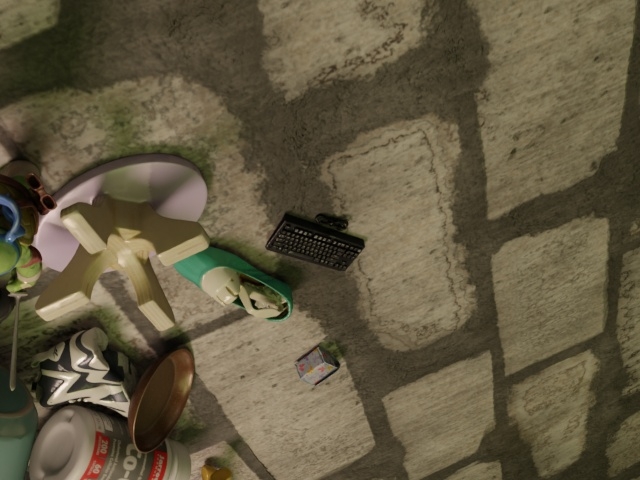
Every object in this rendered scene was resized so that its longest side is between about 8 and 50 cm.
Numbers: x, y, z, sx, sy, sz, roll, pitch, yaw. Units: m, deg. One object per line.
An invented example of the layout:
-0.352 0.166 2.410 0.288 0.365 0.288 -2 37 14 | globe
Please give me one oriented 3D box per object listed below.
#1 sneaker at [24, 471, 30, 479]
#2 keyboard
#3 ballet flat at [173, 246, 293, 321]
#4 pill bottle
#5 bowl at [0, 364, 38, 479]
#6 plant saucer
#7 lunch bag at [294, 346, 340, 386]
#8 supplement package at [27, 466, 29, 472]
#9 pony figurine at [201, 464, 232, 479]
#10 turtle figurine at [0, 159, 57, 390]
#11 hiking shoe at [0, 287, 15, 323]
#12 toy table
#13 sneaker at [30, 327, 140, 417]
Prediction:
-0.660 0.509 1.107 0.365 0.137 0.210 16 106 -5 | sneaker
0.000 0.000 1.113 0.180 0.023 0.108 17 119 -34 | keyboard
-0.139 0.082 1.078 0.247 0.087 0.083 27 114 -36 | ballet flat
-0.395 0.431 1.204 0.161 0.161 0.283 -39 138 11 | pill bottle
-0.569 0.281 0.955 0.311 0.311 0.163 37 88 -40 | bowl
-0.301 0.291 1.151 0.036 0.199 0.199 17 130 16 | plant saucer
-0.001 0.274 1.320 0.071 0.053 0.083 -36 141 11 | lunch bag
-0.620 0.600 1.276 0.139 0.134 0.244 24 116 -35 | supplement package
-0.329 0.694 1.410 0.350 0.303 0.364 -20 123 -22 | pony figurine
-0.439 -0.011 0.753 0.197 0.266 0.275 12 122 -30 | turtle figurine
-0.572 0.085 0.900 0.226 0.086 0.114 -3 132 -20 | hiking shoe
-0.287 0.001 0.901 0.274 0.161 0.252 -34 132 8 | toy table
-0.425 0.257 1.107 0.152 0.094 0.235 -15 141 1 | sneaker
